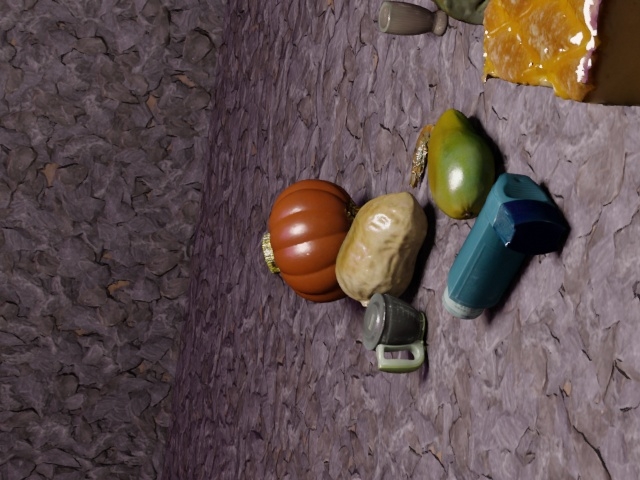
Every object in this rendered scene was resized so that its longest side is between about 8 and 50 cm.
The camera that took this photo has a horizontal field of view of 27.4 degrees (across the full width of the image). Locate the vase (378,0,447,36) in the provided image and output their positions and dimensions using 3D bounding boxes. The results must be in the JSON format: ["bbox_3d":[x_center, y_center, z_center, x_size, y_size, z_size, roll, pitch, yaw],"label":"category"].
[{"bbox_3d":[0.147,-0.348,2.073,0.053,0.101,0.053,-177,90,-73],"label":"vase"}]

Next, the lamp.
[{"bbox_3d":[0.000,0.000,2.301,0.223,0.196,0.223,-17,-90,-74],"label":"lamp"}]

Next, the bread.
[{"bbox_3d":[0.315,-0.281,1.345,0.279,0.207,0.279,-145,60,-71],"label":"bread"}]

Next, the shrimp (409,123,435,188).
[{"bbox_3d":[0.167,-0.126,2.087,0.083,0.023,0.114,-124,45,-59],"label":"shrimp"}]

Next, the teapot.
[{"bbox_3d":[0.119,0.149,2.062,0.092,0.091,0.124,159,120,-72],"label":"teapot"}]

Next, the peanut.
[{"bbox_3d":[0.098,0.016,2.101,0.129,0.129,0.224,-107,27,-50],"label":"peanut"}]

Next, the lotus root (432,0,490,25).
[{"bbox_3d":[0.200,-0.478,1.873,0.260,0.149,0.267,-115,36,-56],"label":"lotus root"}]

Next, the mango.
[{"bbox_3d":[0.201,-0.103,1.886,0.191,0.085,0.122,-96,8,-60],"label":"mango"}]

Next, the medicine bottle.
[{"bbox_3d":[0.234,0.018,1.742,0.258,0.079,0.124,114,154,-48],"label":"medicine bottle"}]
